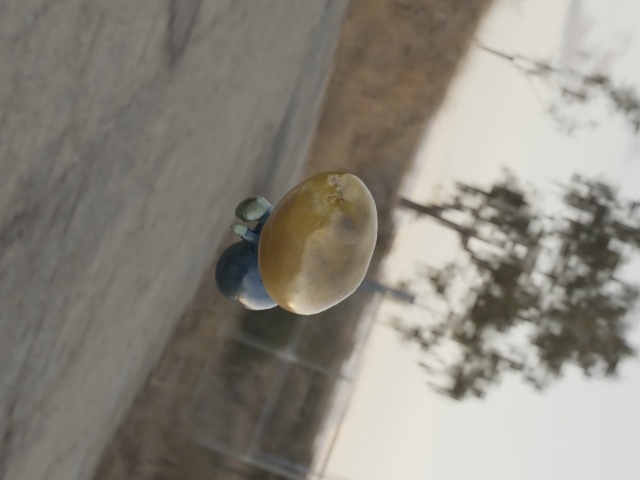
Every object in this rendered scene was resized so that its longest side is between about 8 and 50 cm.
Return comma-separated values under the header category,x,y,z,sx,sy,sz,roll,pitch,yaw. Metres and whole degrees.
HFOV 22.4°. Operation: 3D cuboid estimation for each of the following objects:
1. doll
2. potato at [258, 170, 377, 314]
category,x,y,z,sx,sy,sz,roll,pitch,yaw
doll,-0.040,0.011,1.126,0.083,0.076,0.050,-55,-130,24
potato,0.000,0.000,0.883,0.068,0.062,0.083,-41,170,-45
